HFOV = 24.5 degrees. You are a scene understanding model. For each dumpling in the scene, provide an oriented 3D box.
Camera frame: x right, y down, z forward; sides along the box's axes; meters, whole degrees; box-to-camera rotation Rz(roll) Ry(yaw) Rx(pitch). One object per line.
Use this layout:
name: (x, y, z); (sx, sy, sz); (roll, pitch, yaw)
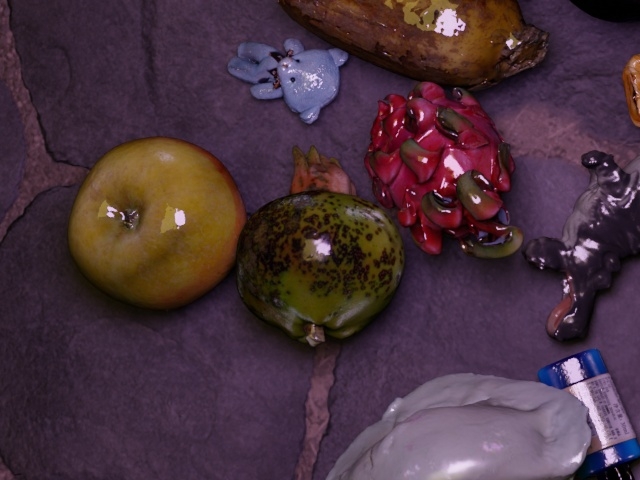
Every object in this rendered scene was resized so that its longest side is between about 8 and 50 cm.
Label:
dumpling: (0.162, 0.301, 1.847); (0.321, 0.270, 0.211); (-5, 99, -7)

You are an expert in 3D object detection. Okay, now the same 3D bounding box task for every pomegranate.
pomegranate: (-0.001, 0.011, 1.973); (0.222, 0.276, 0.204); (3, 118, -2)

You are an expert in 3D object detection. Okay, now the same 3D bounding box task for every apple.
apple: (-0.227, -0.024, 2.019); (0.261, 0.194, 0.260); (-5, 79, 26)

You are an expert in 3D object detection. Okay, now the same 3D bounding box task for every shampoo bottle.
shampoo bottle: (0.348, 0.234, 1.870); (0.087, 0.050, 0.183); (-23, 72, 9)

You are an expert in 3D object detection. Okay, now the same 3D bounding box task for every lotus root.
lotus root: (0.116, -0.315, 1.981); (0.397, 0.196, 0.179); (24, 98, 20)

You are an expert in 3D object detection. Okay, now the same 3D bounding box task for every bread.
bread: (0.442, -0.198, 1.937); (0.083, 0.044, 0.110); (-11, 73, 13)

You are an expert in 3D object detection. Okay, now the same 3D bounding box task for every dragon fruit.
dragon fruit: (0.154, -0.084, 1.897); (0.198, 0.273, 0.218); (-3, 121, 4)

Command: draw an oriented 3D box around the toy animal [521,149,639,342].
toy animal: (0.380, -0.034, 1.884); (0.343, 0.106, 0.168); (-44, 92, 9)

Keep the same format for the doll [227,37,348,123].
doll: (-0.053, -0.243, 2.081); (0.180, 0.075, 0.120); (24, 83, 20)

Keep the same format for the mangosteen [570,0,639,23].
mangosteen: (0.412, -0.381, 1.891); (0.243, 0.243, 0.243); (-4, 77, 16)
